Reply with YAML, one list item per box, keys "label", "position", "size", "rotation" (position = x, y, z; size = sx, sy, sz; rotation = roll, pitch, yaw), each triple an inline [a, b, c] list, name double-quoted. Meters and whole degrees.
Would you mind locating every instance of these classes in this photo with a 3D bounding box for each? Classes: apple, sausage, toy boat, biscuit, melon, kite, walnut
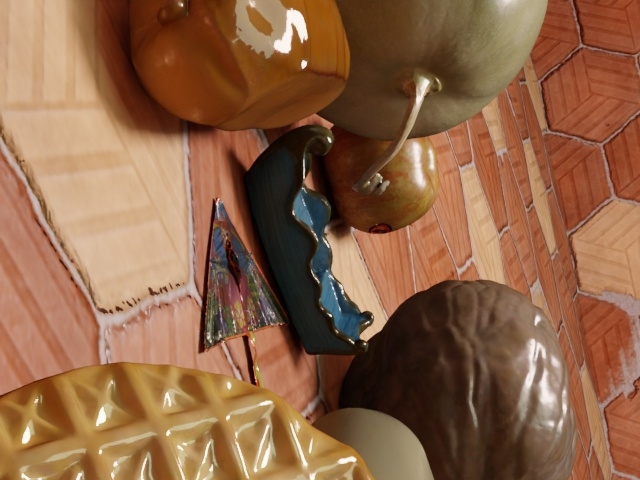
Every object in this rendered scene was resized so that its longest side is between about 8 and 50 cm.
- label: "apple"
  position: [0.059, -0.068, 1.279]
  size: [0.126, 0.102, 0.126]
  rotation: [-13, 90, -75]
- label: "sausage"
  position: [-0.053, -0.145, 0.930]
  size: [0.136, 0.120, 0.241]
  rotation: [61, 17, -1]
- label: "toy boat"
  position: [0.000, 0.000, 1.059]
  size: [0.075, 0.077, 0.185]
  rotation: [-68, 140, -68]
- label: "biscuit"
  position: [-0.082, 0.155, 0.517]
  size: [0.204, 0.040, 0.309]
  rotation: [45, 45, -9]
- label: "melon"
  position: [0.062, -0.226, 1.151]
  size: [0.308, 0.272, 0.272]
  rotation: [53, -3, 41]
- label: "kite"
  position: [-0.054, 0.046, 0.967]
  size: [0.190, 0.010, 0.159]
  rotation: [-12, 89, -73]
- label: "walnut"
  position: [0.119, 0.143, 1.153]
  size: [0.224, 0.224, 0.224]
  rotation: [-14, 90, -74]

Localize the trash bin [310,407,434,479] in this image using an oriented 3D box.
- label: "trash bin"
  position: [0.035, 0.268, 0.903]
  size: [0.247, 0.121, 0.243]
  rotation: [-77, 149, -65]
